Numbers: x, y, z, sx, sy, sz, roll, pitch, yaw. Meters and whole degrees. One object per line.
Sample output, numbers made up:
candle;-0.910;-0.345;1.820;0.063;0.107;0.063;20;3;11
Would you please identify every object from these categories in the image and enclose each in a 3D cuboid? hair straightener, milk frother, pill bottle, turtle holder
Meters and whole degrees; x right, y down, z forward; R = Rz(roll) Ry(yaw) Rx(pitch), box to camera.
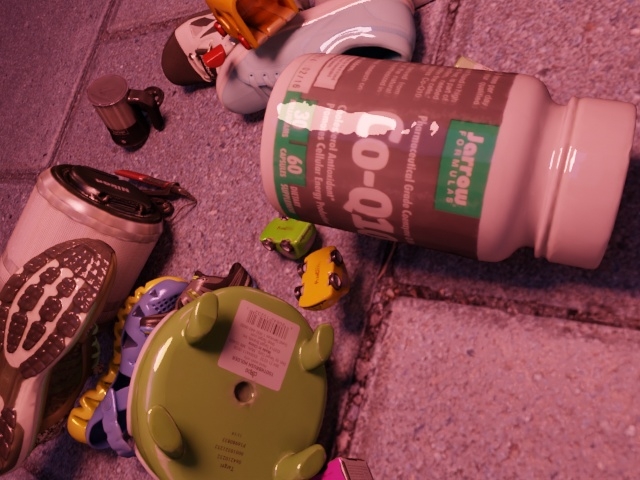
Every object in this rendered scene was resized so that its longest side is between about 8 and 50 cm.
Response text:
hair straightener;-0.325;-0.081;1.131;0.230;0.047;0.089;13;101;33
milk frother;-0.396;-0.293;1.200;0.129;0.135;0.143;-13;62;-4
pill bottle;0.133;-0.090;0.649;0.361;0.204;0.204;12;78;21
turtle holder;-0.123;0.226;0.737;0.227;0.243;0.320;-25;71;57

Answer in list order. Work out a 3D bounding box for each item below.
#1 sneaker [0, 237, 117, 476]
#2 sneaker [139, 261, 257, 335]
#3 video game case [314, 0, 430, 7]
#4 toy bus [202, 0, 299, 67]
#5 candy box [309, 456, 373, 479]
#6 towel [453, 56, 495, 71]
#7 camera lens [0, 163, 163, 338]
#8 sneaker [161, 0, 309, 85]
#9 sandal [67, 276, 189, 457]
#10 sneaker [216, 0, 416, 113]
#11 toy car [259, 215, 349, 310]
sneaker;-0.415;0.174;0.922;0.158;0.182;0.410;35;101;20
sneaker;-0.187;0.089;0.871;0.067;0.188;0.078;-22;94;61
video game case;0.130;-0.507;0.977;0.329;0.036;0.300;-16;62;30
toy bus;-0.126;-0.379;0.900;0.202;0.104;0.191;-10;50;27
candy box;0.017;0.391;0.656;0.159;0.071;0.233;-35;54;17
towel;0.212;-0.182;0.790;0.113;0.023;0.152;-50;51;7
camera lens;-0.424;0.020;1.022;0.219;0.219;0.274;39;103;39
sneaker;-0.176;-0.346;1.063;0.330;0.122;0.146;-17;52;30
sandal;-0.273;0.210;0.920;0.138;0.126;0.317;28;97;36
sneaker;-0.021;-0.270;0.921;0.365;0.135;0.150;-21;55;28
toy car;0.000;0.000;0.830;0.225;0.053;0.239;5;53;49
